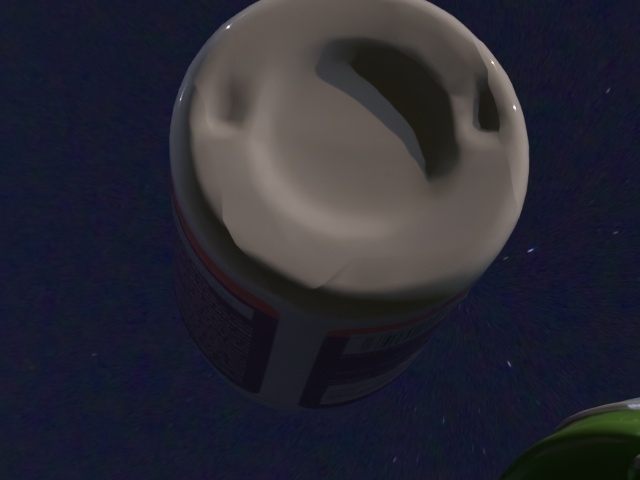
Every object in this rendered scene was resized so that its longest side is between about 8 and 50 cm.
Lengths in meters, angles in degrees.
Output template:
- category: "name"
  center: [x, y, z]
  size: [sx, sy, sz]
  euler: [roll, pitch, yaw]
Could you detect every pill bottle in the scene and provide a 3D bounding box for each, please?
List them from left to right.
- category: "pill bottle"
  center: [0.000, 0.000, 0.870]
  size: [0.224, 0.392, 0.224]
  euler: [2, -109, -6]

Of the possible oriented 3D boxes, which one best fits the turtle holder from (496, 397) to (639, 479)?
- category: "turtle holder"
  center: [0.263, 0.195, 0.754]
  size: [0.243, 0.227, 0.320]
  euler: [53, -52, 15]
